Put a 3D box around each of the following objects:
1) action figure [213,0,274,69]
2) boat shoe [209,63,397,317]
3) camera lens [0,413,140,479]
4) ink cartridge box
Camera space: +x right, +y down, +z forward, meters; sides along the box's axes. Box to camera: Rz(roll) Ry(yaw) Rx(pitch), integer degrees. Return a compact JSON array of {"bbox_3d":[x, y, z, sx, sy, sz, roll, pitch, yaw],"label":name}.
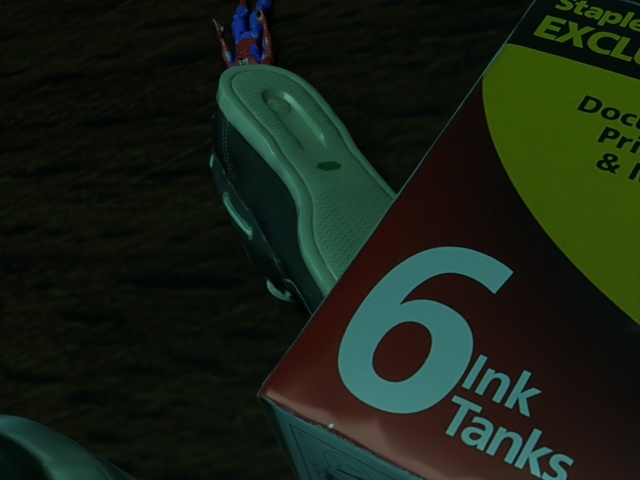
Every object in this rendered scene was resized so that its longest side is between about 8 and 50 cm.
[{"bbox_3d":[-0.050,-0.141,0.823,0.038,0.030,0.115,-15,55,19],"label":"action figure"},{"bbox_3d":[0.000,0.000,0.677,0.233,0.084,0.079,58,137,36],"label":"boat shoe"},{"bbox_3d":[-0.088,0.204,0.444,0.219,0.274,0.219,-17,53,24],"label":"camera lens"},{"bbox_3d":[0.186,0.037,0.399,0.309,0.130,0.272,22,61,25],"label":"ink cartridge box"}]
